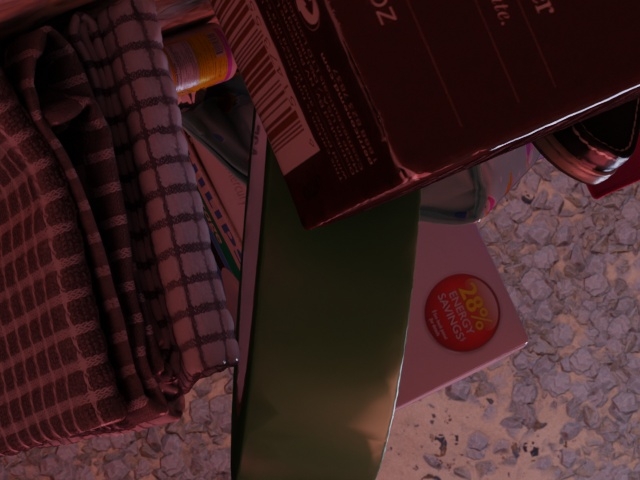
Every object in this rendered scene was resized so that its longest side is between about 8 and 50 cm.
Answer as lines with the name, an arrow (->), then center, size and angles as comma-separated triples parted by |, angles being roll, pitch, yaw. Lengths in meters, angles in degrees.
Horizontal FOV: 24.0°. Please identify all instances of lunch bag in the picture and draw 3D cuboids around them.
lunch bag -> 0.034, -0.110, 1.204 | 0.262, 0.160, 0.223 | 6, -162, 18

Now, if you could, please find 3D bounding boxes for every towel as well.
towel -> -0.173, 0.011, 0.906 | 0.121, 0.235, 0.284 | -10, 172, -30

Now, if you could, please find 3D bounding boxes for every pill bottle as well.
pill bottle -> -0.102, -0.122, 1.049 | 0.083, 0.043, 0.043 | -23, 180, -32

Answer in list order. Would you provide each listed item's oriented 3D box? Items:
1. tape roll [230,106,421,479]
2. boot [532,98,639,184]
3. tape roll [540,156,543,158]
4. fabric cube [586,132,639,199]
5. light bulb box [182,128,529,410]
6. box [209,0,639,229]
tape roll -> -0.002, -0.016, 0.861 | 0.077, 0.321, 0.321 | 5, 178, -4
boot -> 0.177, -0.161, 0.767 | 0.085, 0.236, 0.178 | 23, 147, -32
tape roll -> 0.143, -0.150, 1.403 | 0.080, 0.189, 0.189 | -23, 180, -4
fabric cube -> 0.387, -0.223, 1.616 | 0.259, 0.254, 0.258 | -24, 179, 29
light bulb box -> 0.000, 0.000, 1.569 | 0.225, 0.358, 0.361 | -25, 180, -11
box -> 0.067, -0.123, 0.629 | 0.203, 0.168, 0.167 | -24, 179, -15
